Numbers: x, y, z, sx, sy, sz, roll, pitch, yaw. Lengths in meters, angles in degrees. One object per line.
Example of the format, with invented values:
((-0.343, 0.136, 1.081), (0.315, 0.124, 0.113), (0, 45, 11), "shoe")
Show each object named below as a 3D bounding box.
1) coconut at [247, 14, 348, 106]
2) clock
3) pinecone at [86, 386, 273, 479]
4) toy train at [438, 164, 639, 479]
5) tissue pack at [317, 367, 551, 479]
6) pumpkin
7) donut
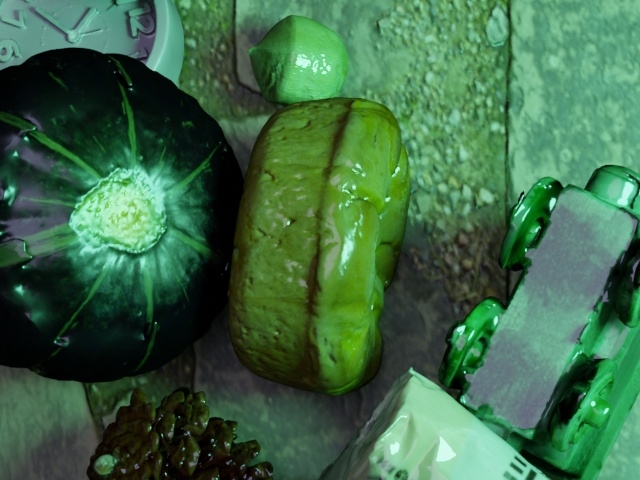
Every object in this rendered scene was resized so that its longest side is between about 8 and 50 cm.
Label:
((-0.023, -0.167, 1.374), (0.096, 0.088, 0.087), (15, 78, -18), "coconut")
((-0.235, -0.194, 1.417), (0.197, 0.068, 0.196), (-2, 76, 7), "clock")
((-0.121, 0.208, 1.266), (0.174, 0.173, 0.173), (-2, 77, 8), "pinecone")
((0.205, 0.071, 1.215), (0.145, 0.202, 0.266), (27, 86, 22), "toy train")
((0.119, 0.323, 1.127), (0.376, 0.195, 0.390), (35, 120, 8), "tissue pack")
((-0.218, -0.020, 1.288), (0.296, 0.296, 0.295), (-2, 77, 8), "pumpkin")
((0.000, 0.000, 1.268), (0.128, 0.208, 0.261), (7, 73, 11), "donut")
